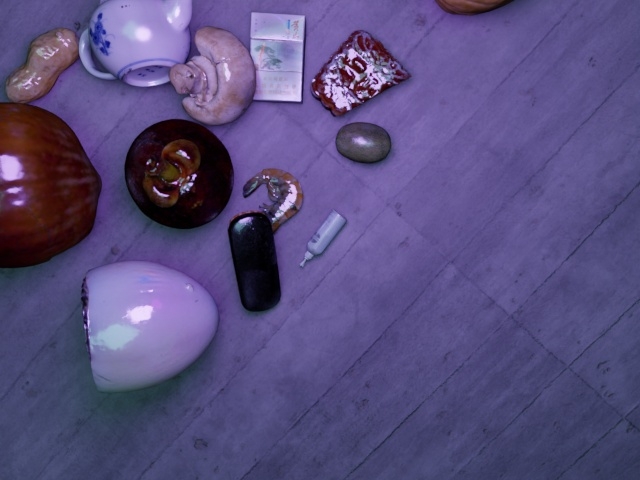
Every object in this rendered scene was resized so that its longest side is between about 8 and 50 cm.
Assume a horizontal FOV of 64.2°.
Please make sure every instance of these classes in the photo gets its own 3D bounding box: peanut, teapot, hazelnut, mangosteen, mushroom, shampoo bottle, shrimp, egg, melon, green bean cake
[{"bbox_3d":[-0.775,-0.483,1.418,0.263,0.117,0.101,-46,65,9],"label":"peanut"},{"bbox_3d":[-0.477,-0.558,1.333,0.425,0.252,0.279,-16,88,26],"label":"teapot"},{"bbox_3d":[-0.819,-0.140,1.355,0.403,0.402,0.428,-13,94,3],"label":"hazelnut"},{"bbox_3d":[-0.370,-0.182,1.369,0.298,0.293,0.296,12,67,-29],"label":"mangosteen"},{"bbox_3d":[-0.270,-0.418,1.345,0.189,0.195,0.253,28,119,20],"label":"mushroom"},{"bbox_3d":[0.000,0.000,1.505,0.056,0.056,0.195,36,97,-4],"label":"shampoo bottle"},{"bbox_3d":[-0.184,-0.084,1.501,0.169,0.058,0.296,44,95,4],"label":"shrimp"},{"bbox_3d":[-0.456,0.223,1.418,0.340,0.354,0.353,-6,99,-18],"label":"egg"},{"bbox_3d":[0.125,-0.272,1.433,0.168,0.114,0.114,8,99,-1],"label":"melon"},{"bbox_3d":[0.100,-0.444,1.414,0.233,0.097,0.198,-43,96,6],"label":"green bean cake"}]

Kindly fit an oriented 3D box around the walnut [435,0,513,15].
[{"bbox_3d":[0.414,-0.731,1.276,0.334,0.333,0.332,0,99,1],"label":"walnut"}]

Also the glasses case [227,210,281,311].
[{"bbox_3d":[-0.187,0.065,1.466,0.122,0.082,0.320,-12,119,-12],"label":"glasses case"}]

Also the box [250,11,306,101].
[{"bbox_3d":[-0.119,-0.505,1.424,0.150,0.067,0.232,3,99,0],"label":"box"}]
